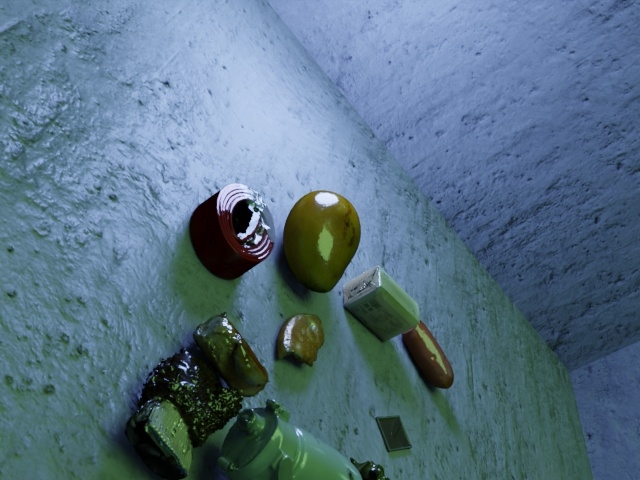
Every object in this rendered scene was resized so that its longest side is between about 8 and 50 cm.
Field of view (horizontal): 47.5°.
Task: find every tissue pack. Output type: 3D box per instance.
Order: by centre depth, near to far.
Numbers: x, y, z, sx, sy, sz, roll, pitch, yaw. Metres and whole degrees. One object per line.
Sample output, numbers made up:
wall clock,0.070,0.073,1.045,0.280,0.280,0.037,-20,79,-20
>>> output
tissue pack,0.206,0.216,2.481,0.234,0.159,0.125,43,29,-28

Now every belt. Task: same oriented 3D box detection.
belt,-0.239,-0.038,2.030,0.227,0.115,0.324,48,27,-21

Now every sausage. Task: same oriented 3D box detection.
sausage,0.397,0.423,2.649,0.259,0.113,0.113,59,26,7

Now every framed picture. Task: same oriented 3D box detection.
framed picture,0.229,0.600,2.264,0.149,0.011,0.109,17,47,-54

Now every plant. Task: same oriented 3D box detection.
plant,0.131,0.711,1.913,0.333,0.180,0.251,80,-15,-62

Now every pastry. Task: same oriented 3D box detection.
pastry,-0.211,0.262,1.679,0.229,0.100,0.218,47,-12,40

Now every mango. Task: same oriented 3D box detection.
mango,0.000,0.000,2.299,0.264,0.221,0.378,47,36,-30

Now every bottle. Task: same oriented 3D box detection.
bottle,-0.081,0.501,1.565,0.351,0.229,0.229,48,26,-36

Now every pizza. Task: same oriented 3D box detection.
pizza,-0.055,0.279,2.068,0.134,0.056,0.271,49,25,-12

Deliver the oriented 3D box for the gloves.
gloves,-0.279,0.344,1.509,0.210,0.135,0.312,42,26,-17
